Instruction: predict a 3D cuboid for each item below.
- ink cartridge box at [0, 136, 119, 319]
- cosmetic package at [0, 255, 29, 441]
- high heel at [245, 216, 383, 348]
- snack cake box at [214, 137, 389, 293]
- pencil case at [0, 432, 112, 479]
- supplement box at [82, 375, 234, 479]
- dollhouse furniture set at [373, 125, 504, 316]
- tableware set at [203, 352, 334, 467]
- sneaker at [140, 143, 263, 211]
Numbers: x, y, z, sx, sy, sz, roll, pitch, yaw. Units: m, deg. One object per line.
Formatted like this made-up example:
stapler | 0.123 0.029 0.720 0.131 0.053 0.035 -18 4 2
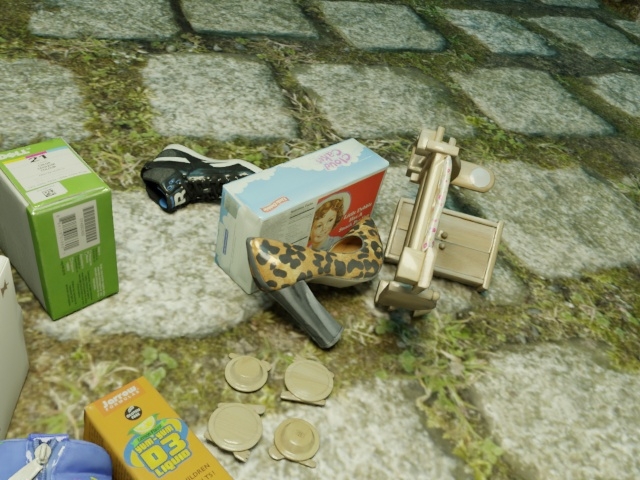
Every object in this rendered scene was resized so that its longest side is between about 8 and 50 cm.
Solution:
ink cartridge box | -0.381 -0.051 0.793 0.097 0.189 0.255 -26 54 -36
cosmetic package | -0.500 0.112 0.571 0.365 0.197 0.155 5 41 -8
high heel | 0.000 0.000 0.857 0.186 0.093 0.261 50 42 -22
snack cake box | -0.027 -0.044 0.917 0.264 0.152 0.089 -26 54 -38
pencil case | -0.241 0.302 0.479 0.119 0.133 0.306 3 43 -16
supplement box | -0.149 0.250 0.606 0.233 0.080 0.078 36 43 27
dollhouse furniture set | 0.202 -0.041 0.816 0.174 0.355 0.303 15 79 3
tableware set | -0.059 0.201 0.732 0.141 0.020 0.168 15 39 -2
sneaker | -0.192 -0.082 0.977 0.217 0.079 0.121 16 43 15
